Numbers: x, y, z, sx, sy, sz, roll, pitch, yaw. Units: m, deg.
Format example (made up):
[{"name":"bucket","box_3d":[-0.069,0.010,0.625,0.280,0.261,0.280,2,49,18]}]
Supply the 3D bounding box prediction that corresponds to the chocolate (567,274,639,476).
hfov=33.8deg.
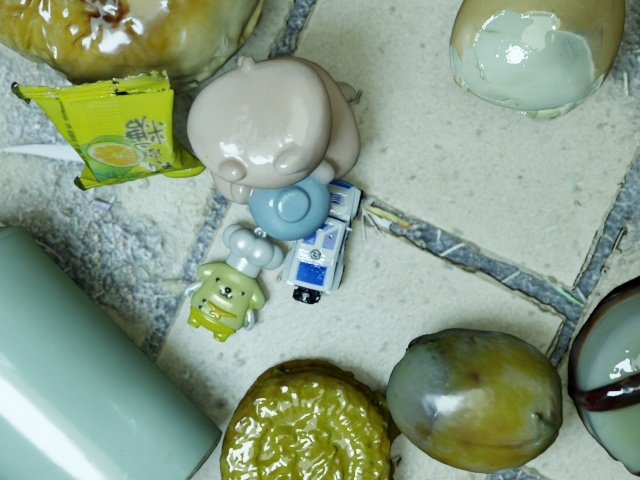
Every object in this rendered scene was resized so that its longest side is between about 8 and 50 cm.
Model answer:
[{"name":"chocolate","box_3d":[0.456,0.180,1.310,0.283,0.186,0.284,0,91,3]}]

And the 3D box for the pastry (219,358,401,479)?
[{"name":"pastry","box_3d":[-0.013,0.281,1.368,0.235,0.132,0.240,14,92,4]}]

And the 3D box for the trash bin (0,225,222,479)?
[{"name":"trash bin","box_3d":[-0.361,0.187,1.321,0.432,0.280,0.280,43,93,-1]}]

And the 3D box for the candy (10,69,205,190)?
[{"name":"candy","box_3d":[-0.249,-0.127,1.302,0.187,0.297,0.081,-5,72,4]}]

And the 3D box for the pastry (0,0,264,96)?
[{"name":"pastry","box_3d":[-0.246,-0.374,1.315,0.409,0.245,0.409,0,92,4]}]

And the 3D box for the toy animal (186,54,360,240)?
[{"name":"toy animal","box_3d":[-0.065,-0.140,1.304,0.210,0.221,0.229,-12,57,10]}]

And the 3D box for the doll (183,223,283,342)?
[{"name":"doll","box_3d":[-0.115,0.053,1.406,0.106,0.062,0.162,28,91,-2]}]

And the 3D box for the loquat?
[{"name":"loquat","box_3d":[0.195,0.202,1.333,0.227,0.179,0.179,7,91,-1]}]

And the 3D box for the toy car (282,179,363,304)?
[{"name":"toy car","box_3d":[0.000,0.000,1.393,0.080,0.070,0.171,14,91,3]}]

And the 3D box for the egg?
[{"name":"egg","box_3d":[0.275,-0.270,1.310,0.201,0.201,0.244,28,80,3]}]
